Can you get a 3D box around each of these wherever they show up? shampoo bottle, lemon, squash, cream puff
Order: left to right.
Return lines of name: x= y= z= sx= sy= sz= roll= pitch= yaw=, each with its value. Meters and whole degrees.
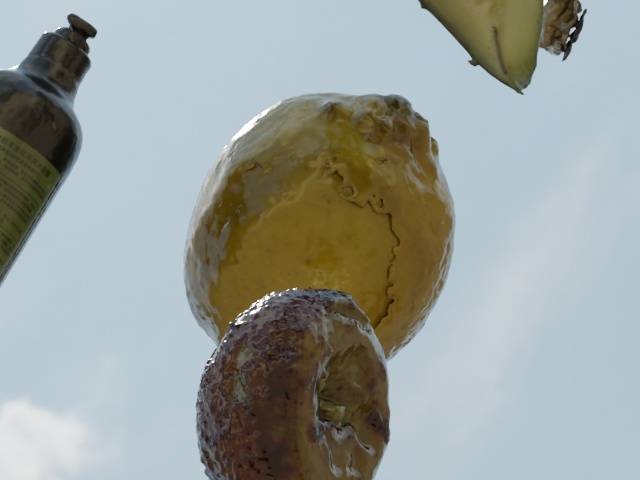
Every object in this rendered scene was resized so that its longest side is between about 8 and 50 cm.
shampoo bottle: x=-0.241 y=-0.046 z=1.350 sx=0.283 sy=0.101 sz=0.101 roll=-61 pitch=-36 yaw=-19
cream puff: x=-0.018 y=0.098 z=1.085 sx=0.084 sy=0.149 sz=0.149 roll=1 pitch=-28 yaw=31
lemon: x=0.000 y=0.000 z=1.416 sx=0.204 sy=0.204 sz=0.260 roll=10 pitch=-60 yaw=-38
squash: x=0.107 y=-0.242 z=1.212 sx=0.093 sy=0.252 sz=0.169 roll=-29 pitch=-16 yaw=-50

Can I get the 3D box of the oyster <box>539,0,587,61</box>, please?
oyster: x=0.239 y=-0.302 z=1.578 sx=0.128 sy=0.079 sz=0.345 roll=-53 pitch=-16 yaw=-45
